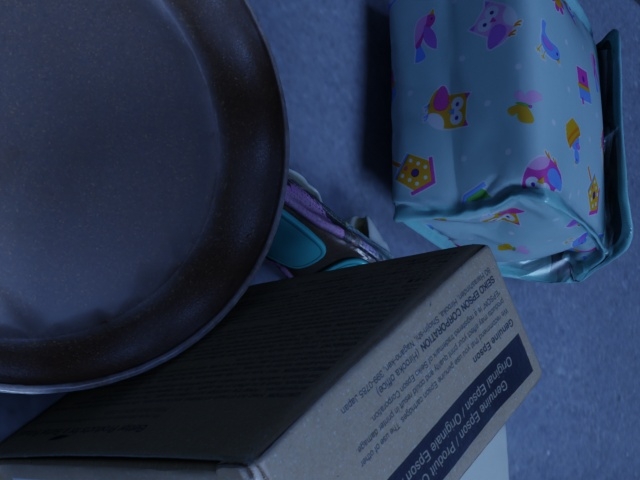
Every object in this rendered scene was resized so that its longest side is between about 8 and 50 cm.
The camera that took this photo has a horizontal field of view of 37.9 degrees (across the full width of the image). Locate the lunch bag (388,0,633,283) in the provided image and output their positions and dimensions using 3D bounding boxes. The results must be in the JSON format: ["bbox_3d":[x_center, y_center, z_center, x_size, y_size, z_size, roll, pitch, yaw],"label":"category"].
[{"bbox_3d":[0.176,-0.090,0.801,0.262,0.160,0.223,24,62,-52],"label":"lunch bag"}]

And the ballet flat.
[{"bbox_3d":[0.000,0.000,0.671,0.221,0.077,0.079,40,37,-33],"label":"ballet flat"}]

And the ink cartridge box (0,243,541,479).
[{"bbox_3d":[-0.034,0.094,0.494,0.193,0.235,0.088,-37,108,-42],"label":"ink cartridge box"}]

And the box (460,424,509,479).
[{"bbox_3d":[0.033,0.235,0.596,0.127,0.149,0.232,5,78,-44],"label":"box"}]

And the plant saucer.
[{"bbox_3d":[-0.159,-0.072,0.505,0.311,0.050,0.310,10,72,-34],"label":"plant saucer"}]
